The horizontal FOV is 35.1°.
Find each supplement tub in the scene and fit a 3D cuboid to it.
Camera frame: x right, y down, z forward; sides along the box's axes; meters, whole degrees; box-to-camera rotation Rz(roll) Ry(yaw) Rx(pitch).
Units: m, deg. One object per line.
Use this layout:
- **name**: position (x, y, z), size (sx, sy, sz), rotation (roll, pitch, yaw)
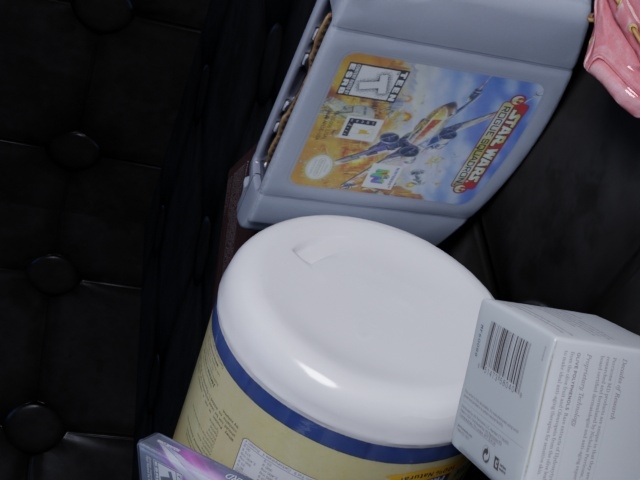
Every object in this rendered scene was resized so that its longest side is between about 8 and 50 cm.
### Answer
- **supplement tub**: position (-0.003, 0.164, 0.809), size (0.228, 0.228, 0.316), rotation (-103, 27, -52)

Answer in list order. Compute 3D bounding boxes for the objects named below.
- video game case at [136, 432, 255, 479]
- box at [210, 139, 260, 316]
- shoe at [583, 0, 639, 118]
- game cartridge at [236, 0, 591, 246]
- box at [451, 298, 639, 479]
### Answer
- **video game case**: position (-0.023, 0.262, 0.683), size (0.274, 0.026, 0.196), rotation (15, 114, 40)
- **box**: position (0.000, 0.000, 0.992), size (0.203, 0.168, 0.167), rotation (153, 126, -70)
- **shoe**: position (0.189, -0.154, 0.630), size (0.178, 0.063, 0.081), rotation (-104, 33, -44)
- **game cartridge**: position (0.068, -0.096, 0.766), size (0.297, 0.198, 0.062), rotation (118, 156, -48)
- **box**: position (0.144, 0.097, 0.605), size (0.101, 0.087, 0.102), rotation (-147, 67, -72)
